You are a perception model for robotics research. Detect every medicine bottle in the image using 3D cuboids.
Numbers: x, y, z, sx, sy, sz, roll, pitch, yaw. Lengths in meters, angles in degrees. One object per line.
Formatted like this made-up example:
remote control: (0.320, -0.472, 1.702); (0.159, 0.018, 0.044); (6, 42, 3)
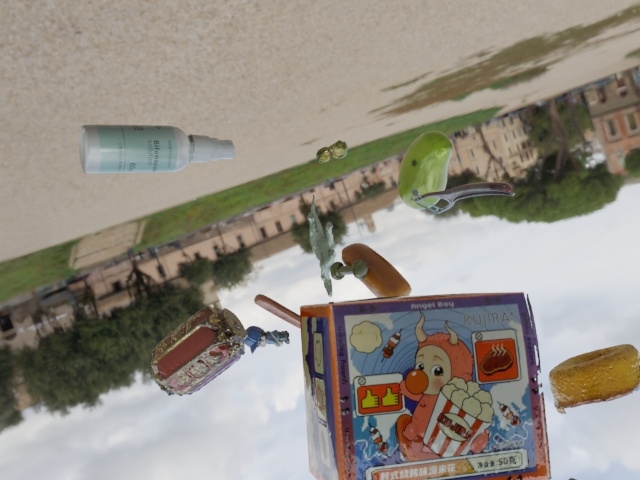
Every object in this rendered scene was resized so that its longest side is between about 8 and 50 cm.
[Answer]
medicine bottle: (-0.372, -0.213, 1.498); (0.352, 0.110, 0.110); (-5, 178, -27)

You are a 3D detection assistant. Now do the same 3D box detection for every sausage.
sausage: (-0.097, 0.174, 1.571); (0.035, 0.147, 0.030); (-51, -161, 24)
sausage: (0.150, 0.089, 1.722); (0.098, 0.098, 0.238); (-22, -134, -29)

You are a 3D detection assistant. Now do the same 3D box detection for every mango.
mango: (0.327, -0.220, 2.001); (0.143, 0.175, 0.293); (-12, 143, -22)

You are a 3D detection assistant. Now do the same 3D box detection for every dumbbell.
dumbbell: (0.075, 0.079, 1.701); (0.046, 0.052, 0.118); (-21, -173, -36)

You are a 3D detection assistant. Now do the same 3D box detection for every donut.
donut: (0.673, 0.333, 1.556); (0.254, 0.118, 0.253); (-18, 168, -4)

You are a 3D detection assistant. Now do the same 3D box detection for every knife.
knife: (0.382, -0.124, 1.690); (0.123, 0.053, 0.278); (15, 163, -39)

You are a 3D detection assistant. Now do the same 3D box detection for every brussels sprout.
brussels sprout: (0.028, -0.229, 1.650); (0.083, 0.046, 0.051); (-15, -175, -3)

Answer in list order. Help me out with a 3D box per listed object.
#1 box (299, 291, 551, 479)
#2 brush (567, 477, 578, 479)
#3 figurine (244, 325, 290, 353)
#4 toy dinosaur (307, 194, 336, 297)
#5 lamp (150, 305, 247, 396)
box: (0.162, 0.253, 1.113); (0.349, 0.318, 0.257); (-1, 173, -14)
brush: (0.615, 0.628, 1.430); (0.068, 0.060, 0.297); (24, -174, -3)
figurine: (-0.174, 0.313, 2.058); (0.149, 0.087, 0.086); (-4, -166, -15)
toy dinosaur: (0.000, 0.000, 1.598); (0.053, 0.167, 0.242); (-11, -131, -9)
lamp: (-0.328, 0.298, 1.729); (0.274, 0.177, 0.177); (-39, -179, 12)
